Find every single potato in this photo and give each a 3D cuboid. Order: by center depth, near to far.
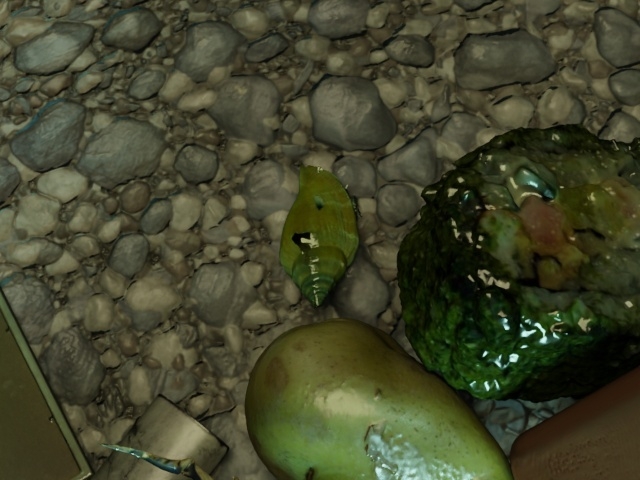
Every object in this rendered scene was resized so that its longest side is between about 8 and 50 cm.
[{"bbox_3d":[0.076,0.227,1.486,0.351,0.218,0.202,34,40,14],"label":"potato"}]

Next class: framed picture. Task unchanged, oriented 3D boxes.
[{"bbox_3d":[-0.429,0.222,1.677,0.211,0.020,0.289,-31,67,-4],"label":"framed picture"}]

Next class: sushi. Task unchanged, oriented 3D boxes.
[{"bbox_3d":[0.264,0.020,1.494,0.352,0.178,0.294,-1,56,-23],"label":"sushi"}]

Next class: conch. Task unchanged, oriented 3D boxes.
[{"bbox_3d":[-0.001,0.000,1.669,0.095,0.079,0.200,17,62,-4],"label":"conch"}]

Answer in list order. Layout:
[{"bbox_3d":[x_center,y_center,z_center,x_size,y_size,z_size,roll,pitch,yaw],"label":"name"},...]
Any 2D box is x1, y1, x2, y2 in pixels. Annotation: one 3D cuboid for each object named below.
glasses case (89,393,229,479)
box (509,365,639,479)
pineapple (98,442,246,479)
[{"bbox_3d":[-0.238,0.327,1.580,0.114,0.060,0.299,34,77,23],"label":"glasses case"},{"bbox_3d":[0.372,0.301,1.357,0.229,0.239,0.339,-34,62,34],"label":"box"},{"bbox_3d":[-0.073,0.313,1.485,0.334,0.158,0.161,23,32,14],"label":"pineapple"}]
